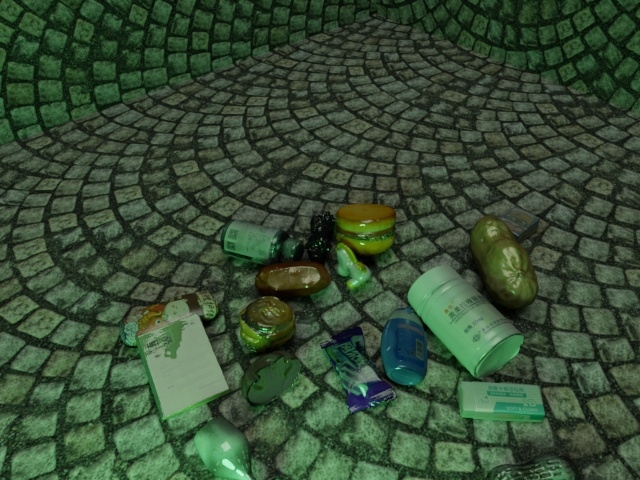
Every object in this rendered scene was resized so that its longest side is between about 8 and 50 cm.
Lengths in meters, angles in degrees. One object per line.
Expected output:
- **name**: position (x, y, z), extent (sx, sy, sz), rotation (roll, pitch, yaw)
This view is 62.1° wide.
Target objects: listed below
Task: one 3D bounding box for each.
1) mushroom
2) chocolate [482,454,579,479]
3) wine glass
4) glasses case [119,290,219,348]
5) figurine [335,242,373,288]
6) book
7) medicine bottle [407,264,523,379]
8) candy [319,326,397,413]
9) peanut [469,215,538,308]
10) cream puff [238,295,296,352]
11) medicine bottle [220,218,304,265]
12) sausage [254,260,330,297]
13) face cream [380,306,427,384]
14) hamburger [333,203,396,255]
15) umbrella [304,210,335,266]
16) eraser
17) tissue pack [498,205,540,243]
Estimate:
- **mushroom**: position (-0.157, 0.392, 1.550), extent (0.188, 0.141, 0.117), rotation (-30, 27, -30)
- **chocolate**: position (0.524, 0.596, 1.312), extent (0.248, 0.110, 0.110), rotation (-12, 43, -5)
- **wine glass**: position (-0.218, 0.570, 1.364), extent (0.126, 0.126, 0.241), rotation (-33, 53, -29)
- **glasses case**: position (-0.493, 0.257, 1.745), extent (0.321, 0.082, 0.122), rotation (-18, 44, -17)
- **figurine**: position (0.109, 0.084, 1.868), extent (0.109, 0.129, 0.178), rotation (-26, 48, -19)
- **book**: position (-0.421, 0.373, 1.609), extent (0.215, 0.025, 0.282), rotation (-19, 60, -16)
- **medicine bottle**: position (0.436, 0.241, 1.637), extent (0.190, 0.190, 0.332), rotation (-23, 48, -20)
- **candy**: position (0.107, 0.384, 1.594), extent (0.145, 0.070, 0.275), rotation (-20, 49, -8)
- **peanut**: position (0.617, 0.065, 1.820), extent (0.170, 0.192, 0.387), rotation (-12, 43, 1)
- **cream puff**: position (-0.169, 0.272, 1.681), extent (0.189, 0.129, 0.189), rotation (4, 37, -3)
- **medicine bottle**: position (-0.210, 0.017, 1.941), extent (0.293, 0.141, 0.141), rotation (13, 45, 21)
- **sausage**: position (-0.096, 0.134, 1.827), extent (0.258, 0.133, 0.133), rotation (-6, 43, -7)
- **face cream**: position (0.259, 0.313, 1.639), extent (0.149, 0.083, 0.264), rotation (19, 40, -5)
- **hamburger**: position (0.167, -0.035, 1.960), extent (0.246, 0.169, 0.246), rotation (-1, 18, 0)
- **umbrella**: position (0.000, 0.000, 1.975), extent (0.110, 0.122, 0.272), rotation (20, 35, -7)
- **eraser**: position (0.510, 0.455, 1.504), extent (0.225, 0.052, 0.095), rotation (2, 45, 4)
- **tissue pack**: position (0.748, -0.056, 2.038), extent (0.155, 0.065, 0.115), rotation (-32, 48, -27)
